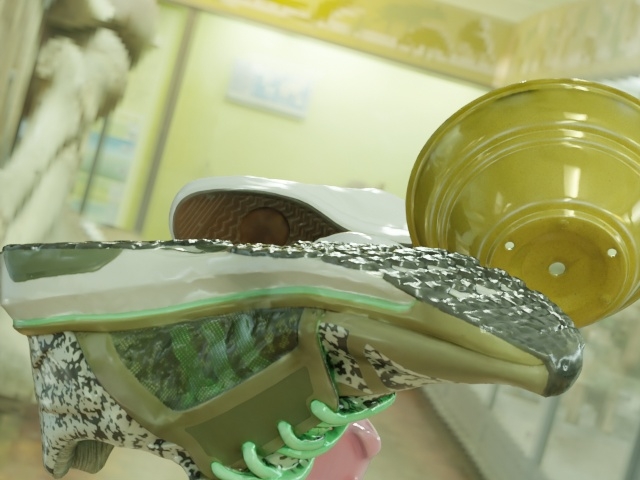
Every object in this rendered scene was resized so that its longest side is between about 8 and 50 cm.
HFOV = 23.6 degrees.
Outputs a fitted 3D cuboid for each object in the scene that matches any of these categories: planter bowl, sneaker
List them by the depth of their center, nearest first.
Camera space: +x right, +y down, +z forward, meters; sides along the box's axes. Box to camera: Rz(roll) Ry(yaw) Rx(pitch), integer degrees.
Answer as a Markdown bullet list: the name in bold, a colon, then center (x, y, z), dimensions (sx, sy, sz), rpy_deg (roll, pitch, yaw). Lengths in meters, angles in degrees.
- **sneaker**: center (-0.027, 0.091, 0.924), dimensions (0.410, 0.182, 0.158), rpy_deg (1, 2, 38)
- **planter bowl**: center (0.169, -0.001, 1.106), dimensions (0.217, 0.217, 0.090), rpy_deg (15, 34, -6)
- **sneaker**: center (0.000, 0.000, 1.353), dimensions (0.290, 0.106, 0.123), rpy_deg (15, 18, -18)

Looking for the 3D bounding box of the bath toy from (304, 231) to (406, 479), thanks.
- **bath toy**: center (-0.036, 0.150, 1.087), dimensions (0.151, 0.348, 0.129), rpy_deg (23, 3, -17)
